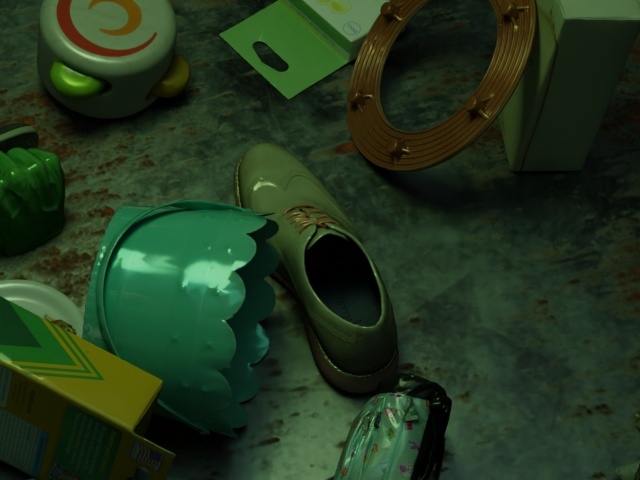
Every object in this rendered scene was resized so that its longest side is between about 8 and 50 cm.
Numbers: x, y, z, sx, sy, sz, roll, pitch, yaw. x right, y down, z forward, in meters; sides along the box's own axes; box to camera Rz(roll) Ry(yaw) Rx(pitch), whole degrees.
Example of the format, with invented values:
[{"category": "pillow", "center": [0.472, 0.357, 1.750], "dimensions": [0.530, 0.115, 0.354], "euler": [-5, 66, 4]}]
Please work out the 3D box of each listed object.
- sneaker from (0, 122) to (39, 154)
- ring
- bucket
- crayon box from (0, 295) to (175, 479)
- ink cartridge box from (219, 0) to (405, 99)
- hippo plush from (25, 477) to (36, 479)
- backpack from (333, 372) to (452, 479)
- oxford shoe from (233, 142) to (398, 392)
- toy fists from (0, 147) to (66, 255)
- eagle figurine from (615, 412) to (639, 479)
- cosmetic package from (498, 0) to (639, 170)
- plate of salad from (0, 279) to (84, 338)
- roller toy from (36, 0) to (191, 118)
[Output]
[{"category": "sneaker", "center": [-0.503, -0.125, 1.937], "dimensions": [0.222, 0.083, 0.118], "euler": [-29, 60, -21]}, {"category": "ring", "center": [0.154, -0.253, 1.963], "dimensions": [0.032, 0.337, 0.336], "euler": [26, 43, -38]}, {"category": "bucket", "center": [-0.164, 0.086, 1.702], "dimensions": [0.183, 0.281, 0.281], "euler": [8, 54, 6]}, {"category": "crayon box", "center": [-0.308, 0.190, 1.623], "dimensions": [0.323, 0.203, 0.083], "euler": [28, 49, 3]}, {"category": "ink cartridge box", "center": [-0.009, -0.330, 2.141], "dimensions": [0.235, 0.056, 0.171], "euler": [-32, 63, -27]}, {"category": "hippo plush", "center": [-0.484, 0.293, 1.512], "dimensions": [0.294, 0.236, 0.234], "euler": [21, 68, -2]}, {"category": "backpack", "center": [0.081, 0.259, 1.673], "dimensions": [0.115, 0.152, 0.182], "euler": [16, 66, 14]}, {"category": "oxford shoe", "center": [0.000, 0.000, 1.840], "dimensions": [0.141, 0.146, 0.397], "euler": [-21, 58, -18]}, {"category": "toy fists", "center": [-0.460, -0.036, 1.838], "dimensions": [0.279, 0.142, 0.096], "euler": [-24, 59, -20]}, {"category": "eagle figurine", "center": [0.357, 0.357, 1.610], "dimensions": [0.226, 0.225, 0.298], "euler": [16, 80, 57]}, {"category": "cosmetic package", "center": [0.332, -0.249, 1.944], "dimensions": [0.113, 0.309, 0.160], "euler": [-1, 53, -8]}, {"category": "plate of salad", "center": [-0.392, 0.126, 1.783], "dimensions": [0.200, 0.048, 0.199], "euler": [2, 54, -3]}, {"category": "roller toy", "center": [-0.303, -0.277, 2.024], "dimensions": [0.209, 0.146, 0.191], "euler": [-16, 65, -22]}]
